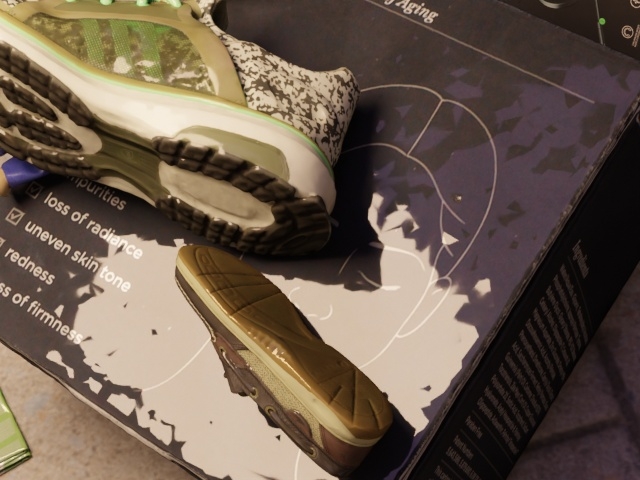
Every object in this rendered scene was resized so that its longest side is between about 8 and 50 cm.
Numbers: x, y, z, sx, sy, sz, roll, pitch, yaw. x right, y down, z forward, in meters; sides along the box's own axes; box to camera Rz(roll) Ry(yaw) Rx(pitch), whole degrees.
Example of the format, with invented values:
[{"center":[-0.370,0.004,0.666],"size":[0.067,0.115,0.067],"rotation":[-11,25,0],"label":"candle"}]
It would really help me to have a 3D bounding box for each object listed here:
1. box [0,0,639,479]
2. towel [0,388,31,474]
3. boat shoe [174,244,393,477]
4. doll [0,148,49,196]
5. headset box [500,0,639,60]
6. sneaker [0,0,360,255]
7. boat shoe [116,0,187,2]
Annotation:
[{"center":[0.000,0.000,1.217],"size":[0.479,0.297,0.472],"rotation":[30,82,25],"label":"box"},{"center":[-0.388,0.216,1.363],"size":[0.152,0.023,0.113],"rotation":[-30,59,-9],"label":"towel"},{"center":[-0.042,0.090,0.993],"size":[0.223,0.080,0.073],"rotation":[41,117,27],"label":"boat shoe"},{"center":[-0.206,-0.108,1.139],"size":[0.189,0.046,0.129],"rotation":[-32,73,0],"label":"doll"},{"center":[0.311,-0.263,1.378],"size":[0.283,0.246,0.131],"rotation":[28,35,29],"label":"headset box"},{"center":[-0.148,-0.141,1.072],"size":[0.410,0.158,0.182],"rotation":[27,57,3],"label":"sneaker"},{"center":[-0.084,-0.266,1.140],"size":[0.267,0.088,0.096],"rotation":[-1,69,16],"label":"boat shoe"}]
